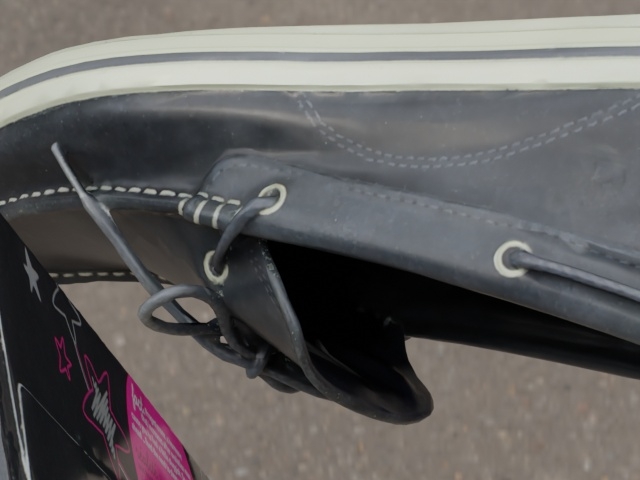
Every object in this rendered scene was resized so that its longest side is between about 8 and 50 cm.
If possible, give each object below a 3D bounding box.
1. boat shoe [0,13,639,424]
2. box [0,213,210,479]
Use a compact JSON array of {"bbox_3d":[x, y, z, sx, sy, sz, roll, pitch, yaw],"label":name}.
[{"bbox_3d":[0.000,0.000,0.878,0.500,0.187,0.156,0,75,33],"label":"boat shoe"},{"bbox_3d":[-0.106,0.124,0.524,0.142,0.247,0.163,-17,62,5],"label":"box"}]
